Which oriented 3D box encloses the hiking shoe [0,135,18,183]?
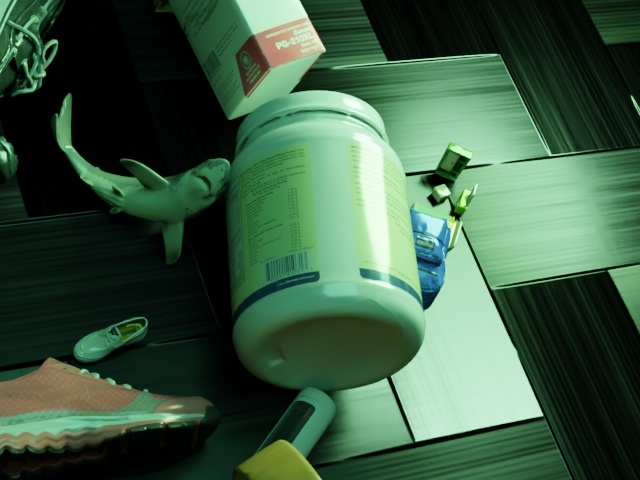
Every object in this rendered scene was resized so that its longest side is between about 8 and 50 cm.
[{"bbox_3d":[-0.526,-0.082,1.698,0.304,0.113,0.132,5,63,-6],"label":"hiking shoe"}]

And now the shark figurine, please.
[{"bbox_3d":[-0.231,-0.082,1.814,0.278,0.166,0.116,20,34,19],"label":"shark figurine"}]

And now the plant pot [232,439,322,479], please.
[{"bbox_3d":[-0.064,0.382,1.456,0.203,0.291,0.291,-25,68,-14],"label":"plant pot"}]

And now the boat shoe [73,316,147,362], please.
[{"bbox_3d":[-0.254,0.118,1.696,0.100,0.035,0.035,-18,66,-30],"label":"boat shoe"}]

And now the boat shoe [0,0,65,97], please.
[{"bbox_3d":[-0.408,-0.246,1.842,0.105,0.113,0.306,23,37,-12],"label":"boat shoe"}]

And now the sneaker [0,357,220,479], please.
[{"bbox_3d":[-0.269,0.189,1.594,0.313,0.116,0.136,-3,57,-22],"label":"sneaker"}]

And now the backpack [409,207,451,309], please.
[{"bbox_3d":[0.121,0.025,1.860,0.098,0.101,0.120,15,57,-2],"label":"backpack"}]

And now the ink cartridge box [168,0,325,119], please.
[{"bbox_3d":[-0.114,-0.314,1.923,0.100,0.172,0.237,-23,81,-29],"label":"ink cartridge box"}]

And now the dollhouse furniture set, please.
[{"bbox_3d":[0.176,-0.061,1.962,0.076,0.058,0.152,24,52,-3],"label":"dollhouse furniture set"}]

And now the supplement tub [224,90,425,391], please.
[{"bbox_3d":[0.000,0.000,1.745,0.235,0.235,0.325,6,56,-17],"label":"supplement tub"}]

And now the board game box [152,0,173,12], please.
[{"bbox_3d":[-0.176,-0.407,2.072,0.170,0.048,0.141,-5,59,-23],"label":"board game box"}]

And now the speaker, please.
[{"bbox_3d":[-0.035,0.241,1.683,0.055,0.055,0.136,35,53,5],"label":"speaker"}]
